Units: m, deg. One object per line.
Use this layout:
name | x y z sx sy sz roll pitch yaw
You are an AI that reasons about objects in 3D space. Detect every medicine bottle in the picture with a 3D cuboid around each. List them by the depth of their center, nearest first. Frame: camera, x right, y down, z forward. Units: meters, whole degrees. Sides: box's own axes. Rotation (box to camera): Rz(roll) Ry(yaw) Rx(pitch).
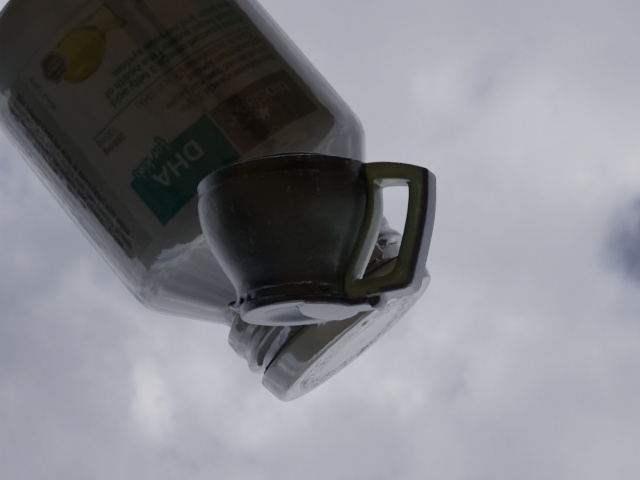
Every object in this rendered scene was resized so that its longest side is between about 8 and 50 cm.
medicine bottle | -0.050 -0.034 0.822 0.135 0.135 0.215 -36 -102 -18

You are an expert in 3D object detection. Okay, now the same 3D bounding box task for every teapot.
teapot | 0.000 0.000 0.630 0.088 0.066 0.057 -9 -103 17
